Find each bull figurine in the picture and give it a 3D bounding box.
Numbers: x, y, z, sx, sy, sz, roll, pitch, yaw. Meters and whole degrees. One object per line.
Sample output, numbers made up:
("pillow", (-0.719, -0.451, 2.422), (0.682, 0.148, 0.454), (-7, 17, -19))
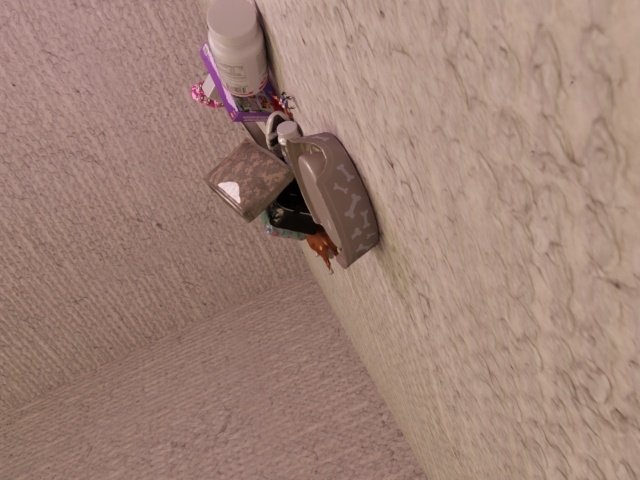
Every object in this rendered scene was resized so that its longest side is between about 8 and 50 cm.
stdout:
("bull figurine", (0.000, 0.000, 1.929), (0.188, 0.101, 0.310), (64, 178, -29))

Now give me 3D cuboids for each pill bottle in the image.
("pill bottle", (-0.094, -0.316, 1.550), (0.137, 0.078, 0.078), (73, 171, -51))
("pill bottle", (-0.244, -0.572, 1.418), (0.283, 0.160, 0.160), (98, 147, -76))

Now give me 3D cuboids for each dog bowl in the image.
("dog bowl", (0.031, -0.106, 1.172), (0.349, 0.102, 0.348), (155, 90, -85))

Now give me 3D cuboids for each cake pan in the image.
("cake pan", (-0.266, -0.440, 2.008), (0.293, 0.054, 0.293), (53, -179, -1))

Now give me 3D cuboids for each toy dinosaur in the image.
("toy dinosaur", (-0.103, -0.393, 1.389), (0.047, 0.090, 0.082), (49, -139, -50))

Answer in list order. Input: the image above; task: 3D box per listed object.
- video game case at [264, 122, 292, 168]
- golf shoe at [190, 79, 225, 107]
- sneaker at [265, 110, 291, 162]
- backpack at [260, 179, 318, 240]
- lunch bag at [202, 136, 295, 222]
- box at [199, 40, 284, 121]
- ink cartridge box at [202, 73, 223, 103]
("video game case", (-0.191, -0.431, 2.035), (0.204, 0.025, 0.285), (-112, -3, -66))
("golf shoe", (-0.379, -0.596, 1.978), (0.140, 0.306, 0.115), (-57, -29, -87))
("sneaker", (-0.153, -0.371, 1.665), (0.118, 0.110, 0.292), (59, 172, 15))
("backpack", (-0.123, -0.131, 1.839), (0.191, 0.225, 0.253), (-54, 43, 32))
("lunch bag", (-0.236, -0.200, 1.676), (0.287, 0.235, 0.169), (38, 171, 43))
("box", (-0.269, -0.545, 1.641), (0.057, 0.201, 0.293), (-37, 74, 44))
("ink cartridge box", (-0.323, -0.582, 1.785), (0.191, 0.139, 0.082), (9, -139, -44))
